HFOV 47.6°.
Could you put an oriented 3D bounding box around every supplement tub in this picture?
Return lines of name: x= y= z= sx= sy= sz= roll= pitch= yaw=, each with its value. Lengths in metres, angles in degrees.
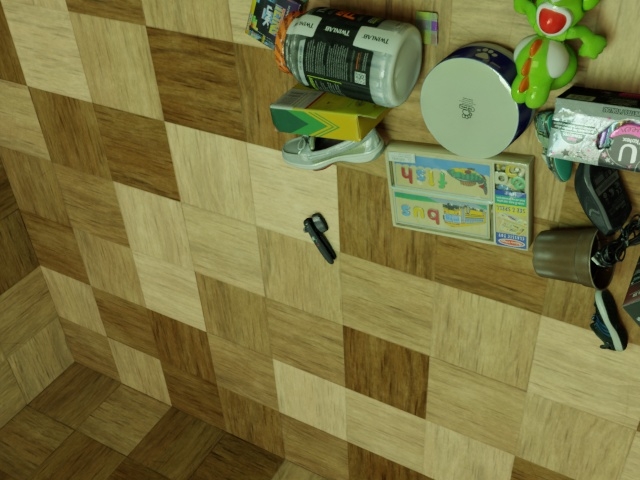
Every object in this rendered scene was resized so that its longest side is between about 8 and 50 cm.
supplement tub: x=0.067 y=-0.466 z=1.821 sx=0.338 sy=0.207 sz=0.207 roll=19 pitch=133 yaw=25

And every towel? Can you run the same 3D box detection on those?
towel: x=0.261 y=-0.521 z=1.784 sx=0.060 sy=0.009 sz=0.083 roll=16 pitch=131 yaw=27

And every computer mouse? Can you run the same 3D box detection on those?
computer mouse: x=0.673 y=-0.086 z=1.742 sx=0.072 sy=0.188 sz=0.272 roll=-4 pitch=114 yaw=59

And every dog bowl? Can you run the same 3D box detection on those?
dog bowl: x=0.379 y=-0.336 z=1.758 sx=0.265 sy=0.104 sz=0.265 roll=24 pitch=134 yaw=28

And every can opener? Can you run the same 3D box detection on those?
can opener: x=0.000 y=0.000 z=2.361 sx=0.073 sy=0.059 sz=0.186 roll=-6 pitch=119 yaw=39

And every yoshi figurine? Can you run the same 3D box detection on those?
yoshi figurine: x=0.516 y=-0.468 z=1.562 sx=0.203 sy=0.203 sz=0.362 roll=5 pitch=121 yaw=-18

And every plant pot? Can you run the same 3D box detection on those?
plant pot: x=0.644 y=0.040 z=1.857 sx=0.165 sy=0.167 sz=0.167 roll=3 pitch=125 yaw=43

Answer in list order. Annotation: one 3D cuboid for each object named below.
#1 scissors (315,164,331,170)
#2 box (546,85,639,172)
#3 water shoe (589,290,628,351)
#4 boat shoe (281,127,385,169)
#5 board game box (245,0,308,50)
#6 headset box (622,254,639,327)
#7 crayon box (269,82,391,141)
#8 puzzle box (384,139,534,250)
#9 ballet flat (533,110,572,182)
scissors: x=0.056 y=-0.283 z=2.124 sx=0.297 sy=0.021 sz=0.109 roll=-17 pitch=110 yaw=42
box: x=0.647 y=-0.243 z=1.596 sx=0.247 sy=0.163 sz=0.142 roll=14 pitch=117 yaw=27
water shoe: x=0.766 y=0.223 z=1.971 sx=0.080 sy=0.073 sz=0.203 roll=-9 pitch=117 yaw=43
boat shoe: x=0.024 y=-0.275 z=2.037 sx=0.320 sy=0.118 sz=0.103 roll=2 pitch=141 yaw=33
board game box: x=-0.121 y=-0.606 z=1.966 sx=0.141 sy=0.048 sz=0.170 roll=34 pitch=137 yaw=11
headset box: x=0.836 y=0.145 z=1.693 sx=0.218 sy=0.293 sz=0.110 roll=47 pitch=137 yaw=-7
crayon box: x=0.052 y=-0.352 z=1.932 sx=0.318 sy=0.202 sz=0.081 roll=12 pitch=130 yaw=30
puzzle box: x=0.377 y=-0.126 z=1.989 sx=0.409 sy=0.052 sz=0.272 roll=11 pitch=130 yaw=29
ballet flat: x=0.564 y=-0.231 z=1.770 sx=0.070 sy=0.070 sz=0.188 roll=-2 pitch=120 yaw=37
